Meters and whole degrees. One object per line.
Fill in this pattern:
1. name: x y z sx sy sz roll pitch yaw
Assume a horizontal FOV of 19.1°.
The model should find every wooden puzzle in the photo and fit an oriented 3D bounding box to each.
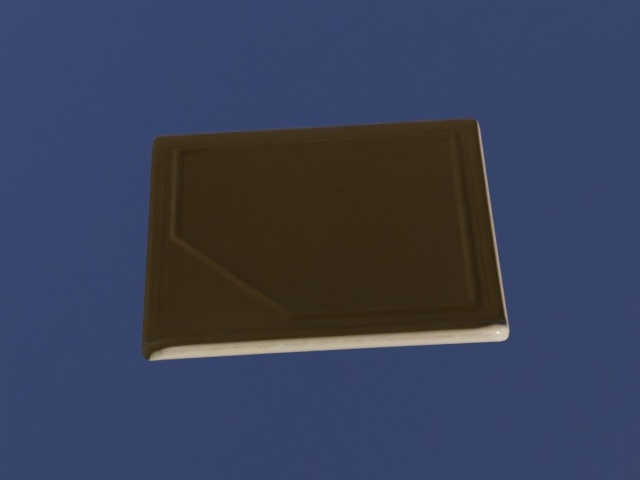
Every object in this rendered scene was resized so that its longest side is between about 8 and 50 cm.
1. wooden puzzle: 0.000 0.000 1.214 0.221 0.044 0.239 -3 -143 0
